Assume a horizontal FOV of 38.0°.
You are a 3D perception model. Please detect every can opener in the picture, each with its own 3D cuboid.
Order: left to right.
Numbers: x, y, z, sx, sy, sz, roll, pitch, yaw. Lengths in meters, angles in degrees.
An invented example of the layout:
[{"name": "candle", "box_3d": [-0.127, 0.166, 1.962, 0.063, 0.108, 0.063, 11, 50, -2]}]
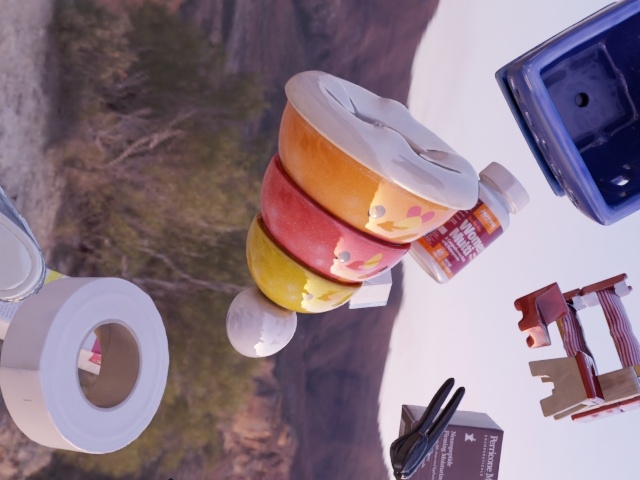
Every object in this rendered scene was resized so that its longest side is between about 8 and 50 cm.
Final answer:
[{"name": "can opener", "box_3d": [0.175, 0.302, 1.488, 0.186, 0.059, 0.073, -48, -158, -23]}]

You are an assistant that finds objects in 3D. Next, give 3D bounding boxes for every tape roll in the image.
[{"name": "tape roll", "box_3d": [-0.378, 0.201, 1.516, 0.286, 0.100, 0.286, 0, 89, -58]}]

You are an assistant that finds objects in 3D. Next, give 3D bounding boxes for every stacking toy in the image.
[{"name": "stacking toy", "box_3d": [0.000, 0.000, 1.514, 0.480, 0.350, 0.350, -58, -172, 19]}]

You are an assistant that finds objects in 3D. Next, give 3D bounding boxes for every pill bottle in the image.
[{"name": "pill bottle", "box_3d": [0.261, -0.033, 1.669, 0.221, 0.121, 0.121, -41, 180, -2]}]

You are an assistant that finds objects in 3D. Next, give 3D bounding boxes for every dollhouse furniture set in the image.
[{"name": "dollhouse furniture set", "box_3d": [0.401, 0.150, 1.366, 0.374, 0.152, 0.201, 29, 44, -64]}]

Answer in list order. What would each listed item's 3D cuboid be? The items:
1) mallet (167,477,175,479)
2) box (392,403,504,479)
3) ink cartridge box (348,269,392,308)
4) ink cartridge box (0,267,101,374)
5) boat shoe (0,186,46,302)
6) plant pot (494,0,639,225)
[{"name": "mallet", "box_3d": [-0.288, 0.418, 1.456, 0.189, 0.039, 0.062, -44, -156, 19]}, {"name": "box", "box_3d": [0.277, 0.467, 2.042, 0.167, 0.203, 0.169, -146, -118, -86]}, {"name": "ink cartridge box", "box_3d": [0.108, 0.082, 2.097, 0.143, 0.089, 0.092, 98, -14, -63]}, {"name": "ink cartridge box", "box_3d": [-0.637, 0.179, 2.209, 0.279, 0.384, 0.160, -31, -140, 65]}, {"name": "boat shoe", "box_3d": [-0.450, -0.050, 1.133, 0.116, 0.319, 0.099, -42, 173, -7]}, {"name": "plant pot", "box_3d": [0.374, -0.181, 1.206, 0.236, 0.236, 0.212, 60, -2, -12]}]
